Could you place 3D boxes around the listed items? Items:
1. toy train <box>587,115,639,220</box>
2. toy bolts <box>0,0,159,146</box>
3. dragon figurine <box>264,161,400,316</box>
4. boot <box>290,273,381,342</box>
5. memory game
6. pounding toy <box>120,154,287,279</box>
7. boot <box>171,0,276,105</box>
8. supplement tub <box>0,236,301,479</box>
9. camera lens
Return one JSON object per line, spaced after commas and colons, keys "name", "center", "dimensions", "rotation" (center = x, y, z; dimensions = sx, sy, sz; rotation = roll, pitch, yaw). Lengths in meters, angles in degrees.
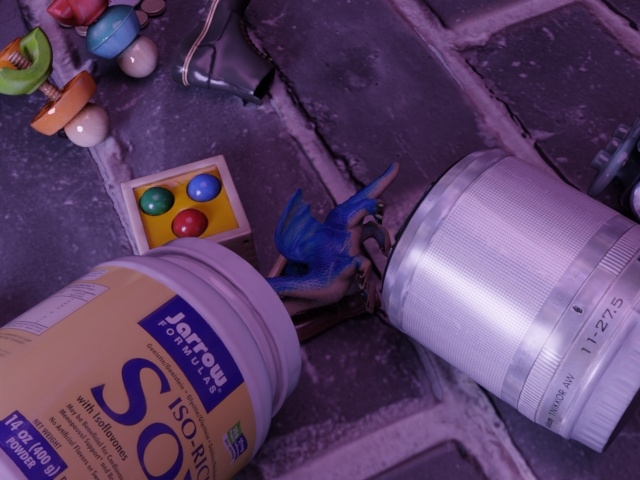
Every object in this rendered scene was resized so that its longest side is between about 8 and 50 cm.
{"name": "toy train", "center": [0.405, -0.115, 0.965], "dimensions": [0.142, 0.190, 0.334], "rotation": [36, 28, 11]}
{"name": "toy bolts", "center": [-0.338, -0.236, 1.220], "dimensions": [0.228, 0.158, 0.218], "rotation": [-55, 27, -19]}
{"name": "dragon figurine", "center": [0.000, 0.000, 0.984], "dimensions": [0.144, 0.085, 0.289], "rotation": [8, 59, 17]}
{"name": "boot", "center": [-0.002, 0.057, 1.018], "dimensions": [0.114, 0.037, 0.106], "rotation": [-23, 54, -8]}
{"name": "memory game", "center": [-0.322, -0.376, 1.364], "dimensions": [0.186, 0.012, 0.186], "rotation": [-2, 53, 2]}
{"name": "pounding toy", "center": [-0.108, -0.009, 1.033], "dimensions": [0.206, 0.094, 0.181], "rotation": [-17, 55, -9]}
{"name": "boot", "center": [-0.105, -0.281, 1.255], "dimensions": [0.137, 0.077, 0.198], "rotation": [21, 71, 12]}
{"name": "supplement tub", "center": [-0.194, 0.160, 0.790], "dimensions": [0.241, 0.241, 0.331], "rotation": [29, 42, 22]}
{"name": "camera lens", "center": [0.217, 0.052, 0.894], "dimensions": [0.274, 0.219, 0.219], "rotation": [34, 62, 24]}
